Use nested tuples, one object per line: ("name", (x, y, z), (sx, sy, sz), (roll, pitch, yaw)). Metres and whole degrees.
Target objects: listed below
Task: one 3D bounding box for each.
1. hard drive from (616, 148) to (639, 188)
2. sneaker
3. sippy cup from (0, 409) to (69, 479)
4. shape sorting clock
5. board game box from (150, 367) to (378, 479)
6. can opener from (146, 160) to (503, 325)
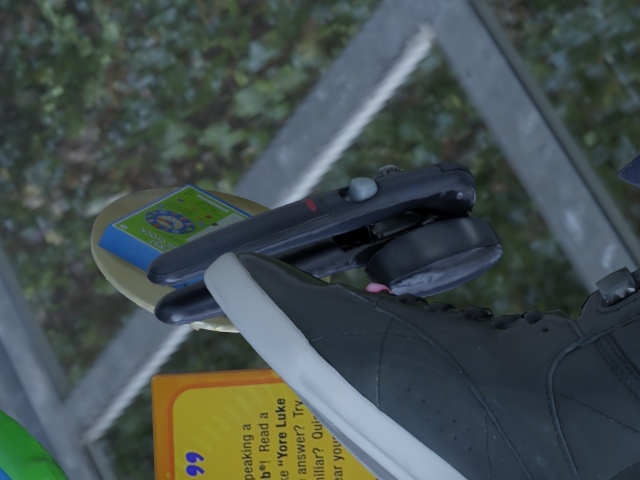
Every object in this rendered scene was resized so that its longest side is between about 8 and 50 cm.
("hard drive", (0.256, -0.101, 0.860), (0.172, 0.054, 0.255), (-41, 176, -18))
("sneaker", (0.086, 0.050, 0.686), (0.147, 0.295, 0.104), (-50, 143, -7))
("sippy cup", (-0.267, 0.221, 0.922), (0.305, 0.240, 0.224), (-9, -167, 32))
("shape sorting clock", (-0.093, 0.015, 1.450), (0.206, 0.206, 0.040), (-11, 129, -43))
("board game box", (0.107, 0.265, 1.125), (0.356, 0.357, 0.356), (-4, 171, 8))
("can opener", (0.000, 0.000, 0.880), (0.186, 0.073, 0.059), (-11, 117, -15))
